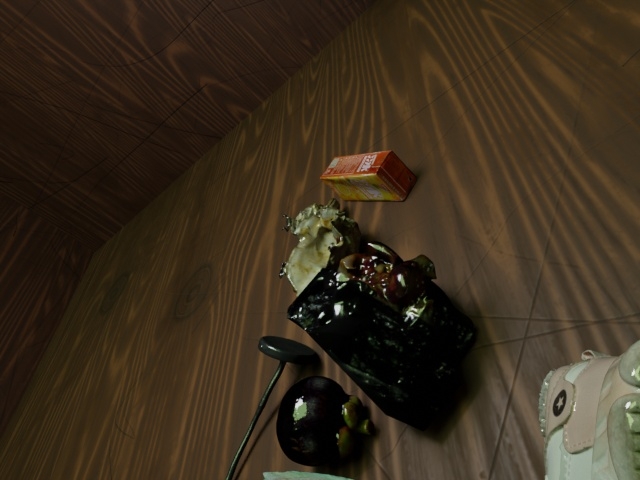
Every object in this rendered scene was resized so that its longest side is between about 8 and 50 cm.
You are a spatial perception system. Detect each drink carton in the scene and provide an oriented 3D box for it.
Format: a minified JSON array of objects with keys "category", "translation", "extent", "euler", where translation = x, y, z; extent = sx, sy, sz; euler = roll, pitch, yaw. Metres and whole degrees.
[{"category":"drink carton","translation":[0.104,-0.143,1.215],"extent":[0.223,0.096,0.071],"euler":[9,62,58]}]

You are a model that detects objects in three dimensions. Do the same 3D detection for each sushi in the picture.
[{"category":"sushi","translation":[0.100,0.120,0.823],"extent":[0.212,0.215,0.227],"euler":[-48,7,-6]}]

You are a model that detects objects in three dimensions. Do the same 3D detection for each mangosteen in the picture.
[{"category":"mangosteen","translation":[0.008,0.280,0.828],"extent":[0.152,0.137,0.137],"euler":[2,49,14]}]

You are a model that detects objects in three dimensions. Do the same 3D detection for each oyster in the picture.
[{"category":"oyster","translation":[-0.004,0.007,1.151],"extent":[0.198,0.133,0.337],"euler":[-44,26,14]}]

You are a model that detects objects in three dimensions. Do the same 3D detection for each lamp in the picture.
[{"category":"lamp","translation":[-0.150,0.335,0.982],"extent":[0.371,0.108,0.130],"euler":[-55,25,-8]}]

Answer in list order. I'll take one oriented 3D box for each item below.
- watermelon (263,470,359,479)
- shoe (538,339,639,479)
[{"category":"watermelon","translation":[0.037,0.371,0.599],"extent":[0.224,0.180,0.305],"euler":[-43,23,-20]},{"category":"shoe","translation":[0.275,0.254,0.446],"extent":[0.198,0.172,0.350],"euler":[90,-166,-79]}]
